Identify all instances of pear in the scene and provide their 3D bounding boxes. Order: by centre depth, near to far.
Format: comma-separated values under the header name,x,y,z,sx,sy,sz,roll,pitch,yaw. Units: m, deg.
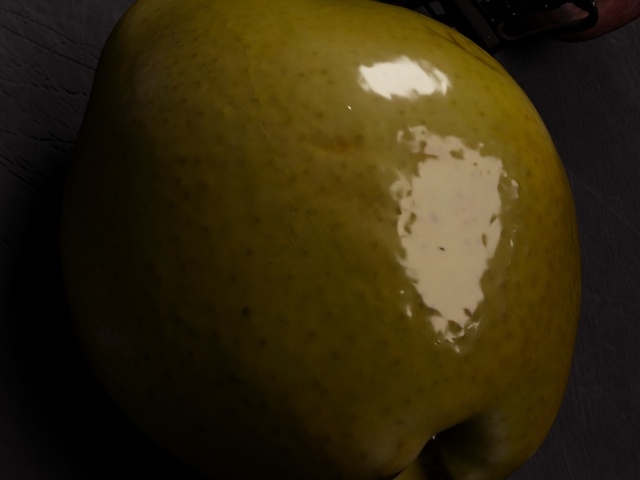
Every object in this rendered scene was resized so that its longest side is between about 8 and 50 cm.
name,x,y,z,sx,sy,sz,roll,pitch,yaw
pear,0.000,0.000,1.169,0.362,0.362,0.418,17,33,-51

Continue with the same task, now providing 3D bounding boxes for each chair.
name,x,y,z,sx,sy,sz,roll,pitch,yaw
chair,0.169,-0.248,1.647,0.106,0.229,0.113,48,42,-32

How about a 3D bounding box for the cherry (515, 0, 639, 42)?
name,x,y,z,sx,sy,sz,roll,pitch,yaw
cherry,0.303,-0.357,1.913,0.261,0.221,0.307,35,60,-32
